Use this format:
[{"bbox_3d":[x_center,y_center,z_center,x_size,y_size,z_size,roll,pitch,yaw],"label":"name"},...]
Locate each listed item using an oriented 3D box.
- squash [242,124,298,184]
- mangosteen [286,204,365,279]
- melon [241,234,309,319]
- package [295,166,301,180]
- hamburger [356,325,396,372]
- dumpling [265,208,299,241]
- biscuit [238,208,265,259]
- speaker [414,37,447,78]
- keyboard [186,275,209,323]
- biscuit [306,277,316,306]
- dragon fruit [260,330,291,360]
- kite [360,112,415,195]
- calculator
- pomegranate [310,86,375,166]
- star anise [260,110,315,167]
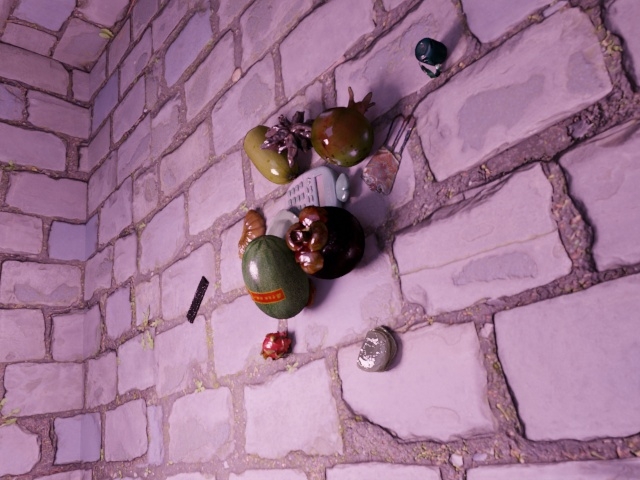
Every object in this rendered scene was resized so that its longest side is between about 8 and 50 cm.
[{"bbox_3d":[-0.155,-0.270,1.624,0.133,0.132,0.247,-59,42,21],"label":"squash"},{"bbox_3d":[0.000,0.000,1.329,0.211,0.249,0.212,-9,75,39],"label":"mangosteen"},{"bbox_3d":[-0.127,0.117,1.439,0.182,0.182,0.288,6,128,47],"label":"melon"},{"bbox_3d":[-0.068,-0.189,1.608,0.037,0.015,0.111,-43,52,39],"label":"package"},{"bbox_3d":[0.150,0.283,1.259,0.084,0.054,0.121,14,85,49],"label":"hamburger"},{"bbox_3d":[-0.113,-0.001,1.563,0.219,0.108,0.153,-41,29,36],"label":"dumpling"},{"bbox_3d":[-0.248,-0.018,1.735,0.118,0.061,0.183,16,94,46],"label":"biscuit"},{"bbox_3d":[0.277,-0.459,1.251,0.060,0.075,0.095,20,106,47],"label":"speaker"},{"bbox_3d":[-0.497,0.239,1.980,0.060,0.018,0.196,40,111,46],"label":"keyboard"},{"bbox_3d":[-0.040,0.157,1.511,0.078,0.015,0.091,-15,72,43],"label":"biscuit"},{"bbox_3d":[-0.145,0.330,1.542,0.116,0.081,0.086,-32,71,38],"label":"dragon fruit"},{"bbox_3d":[0.185,-0.241,1.350,0.127,0.016,0.230,36,109,41],"label":"kite"},{"bbox_3d":[-0.011,-0.127,1.505,0.295,0.042,0.184,-15,79,47],"label":"calculator"},{"bbox_3d":[0.074,-0.317,1.378,0.181,0.181,0.224,13,77,47],"label":"pomegranate"},{"bbox_3d":[-0.069,-0.325,1.532,0.231,0.089,0.209,-6,66,8],"label":"star anise"}]
